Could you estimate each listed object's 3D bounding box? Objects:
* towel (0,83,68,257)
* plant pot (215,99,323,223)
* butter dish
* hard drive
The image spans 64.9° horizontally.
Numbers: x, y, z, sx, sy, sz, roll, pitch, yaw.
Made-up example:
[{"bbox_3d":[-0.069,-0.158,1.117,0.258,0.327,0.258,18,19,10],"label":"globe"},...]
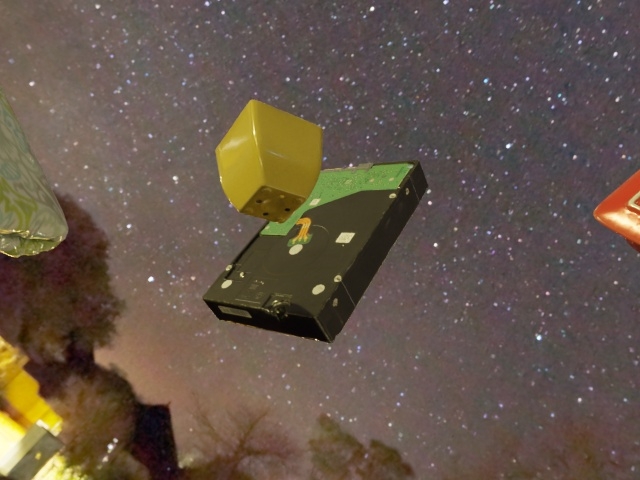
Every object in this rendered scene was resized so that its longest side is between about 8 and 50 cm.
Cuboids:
[{"bbox_3d":[-0.340,-0.141,0.331,0.374,0.090,0.321,114,-49,-87],"label":"towel"},{"bbox_3d":[-0.048,-0.066,0.480,0.081,0.083,0.081,16,-38,-31],"label":"plant pot"},{"bbox_3d":[0.435,-0.014,0.584,0.160,0.160,0.118,44,-9,47],"label":"butter dish"},{"bbox_3d":[0.000,0.000,0.797,0.237,0.339,0.064,2,-46,39],"label":"hard drive"}]
